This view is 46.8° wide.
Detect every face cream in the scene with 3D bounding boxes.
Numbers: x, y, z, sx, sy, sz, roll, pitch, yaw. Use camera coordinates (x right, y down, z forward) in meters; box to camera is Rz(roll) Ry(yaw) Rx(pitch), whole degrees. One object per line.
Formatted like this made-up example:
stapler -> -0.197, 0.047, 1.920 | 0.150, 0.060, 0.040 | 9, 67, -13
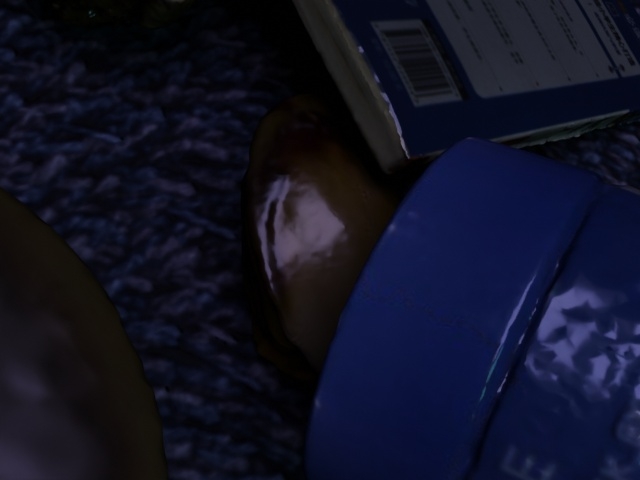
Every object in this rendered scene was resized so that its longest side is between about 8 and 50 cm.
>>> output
face cream -> 0.146, 0.089, 0.423 | 0.225, 0.249, 0.249 | 22, 61, 23

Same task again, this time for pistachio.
pistachio -> 0.000, 0.000, 0.521 | 0.165, 0.131, 0.210 | -2, 86, -61

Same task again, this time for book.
book -> 0.137, -0.217, 0.618 | 0.428, 0.039, 0.299 | -15, 74, -41

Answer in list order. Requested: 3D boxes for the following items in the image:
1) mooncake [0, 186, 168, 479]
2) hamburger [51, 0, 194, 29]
mooncake -> -0.266, 0.145, 0.317 | 0.394, 0.246, 0.393 | -14, 74, -27
hamburger -> -0.138, -0.283, 0.574 | 0.155, 0.245, 0.282 | 32, 17, -30
